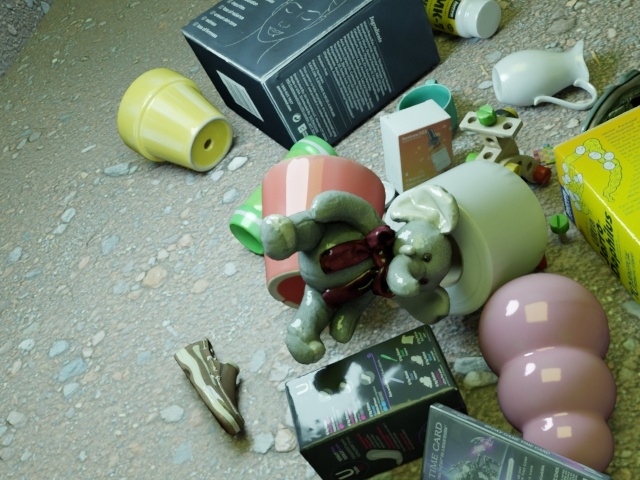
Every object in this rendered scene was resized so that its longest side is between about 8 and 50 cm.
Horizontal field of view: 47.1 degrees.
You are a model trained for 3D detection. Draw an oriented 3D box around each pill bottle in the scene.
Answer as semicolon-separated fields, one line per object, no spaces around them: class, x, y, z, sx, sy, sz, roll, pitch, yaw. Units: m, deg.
pill bottle;0.372;-0.612;1.969;0.119;0.119;0.208;-43;44;-15

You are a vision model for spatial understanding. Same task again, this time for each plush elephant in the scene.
plush elephant;0.097;0.039;1.214;0.256;0.271;0.330;3;24;28

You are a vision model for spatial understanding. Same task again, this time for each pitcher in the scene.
pitcher;0.511;-0.358;1.671;0.207;0.125;0.177;-12;60;3

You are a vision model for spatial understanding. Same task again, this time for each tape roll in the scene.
tape roll;0.259;-0.006;1.331;0.169;0.246;0.246;-26;36;-36

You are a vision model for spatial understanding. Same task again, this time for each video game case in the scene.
video game case;0.268;0.374;1.067;0.274;0.195;0.026;18;20;38

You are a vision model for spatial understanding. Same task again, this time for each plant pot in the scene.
plant pot;-0.380;-0.310;2.006;0.239;0.254;0.254;33;69;26
plant pot;0.000;0.000;1.505;0.275;0.275;0.243;-8;58;21

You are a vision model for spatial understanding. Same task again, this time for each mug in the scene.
mug;0.268;-0.302;1.749;0.158;0.097;0.129;-44;45;-17

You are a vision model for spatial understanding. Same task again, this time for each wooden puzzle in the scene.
wooden puzzle;0.488;-0.182;1.587;0.049;0.006;0.083;-15;45;15

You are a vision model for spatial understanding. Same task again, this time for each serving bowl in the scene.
serving bowl;0.133;-0.096;1.677;0.083;0.027;0.083;-14;46;15

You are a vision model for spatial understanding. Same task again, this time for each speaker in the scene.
speaker;-0.082;-0.109;1.731;0.131;0.131;0.296;20;61;39

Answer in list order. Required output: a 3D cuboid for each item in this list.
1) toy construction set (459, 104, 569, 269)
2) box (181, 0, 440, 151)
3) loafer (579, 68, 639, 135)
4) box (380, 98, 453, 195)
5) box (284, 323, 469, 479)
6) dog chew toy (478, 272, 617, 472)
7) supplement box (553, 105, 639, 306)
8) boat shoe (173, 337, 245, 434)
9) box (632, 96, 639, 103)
toy construction set;0.346;-0.117;1.432;0.258;0.237;0.308;-30;43;-1
box;-0.031;-0.526;1.969;0.472;0.297;0.480;-40;44;-9
loafer;0.594;-0.254;1.431;0.084;0.096;0.267;28;52;28
box;0.213;-0.200;1.611;0.130;0.170;0.091;-21;42;-10
box;0.100;0.283;1.238;0.271;0.165;0.143;-23;44;5
dog chew toy;0.364;0.218;1.147;0.207;0.206;0.331;-14;53;16
supplement box;0.584;-0.039;1.267;0.195;0.194;0.356;-25;43;4
boat shoe;-0.204;0.275;1.460;0.095;0.095;0.257;-34;43;-14
box;0.681;-0.225;1.488;0.233;0.059;0.183;23;64;41
